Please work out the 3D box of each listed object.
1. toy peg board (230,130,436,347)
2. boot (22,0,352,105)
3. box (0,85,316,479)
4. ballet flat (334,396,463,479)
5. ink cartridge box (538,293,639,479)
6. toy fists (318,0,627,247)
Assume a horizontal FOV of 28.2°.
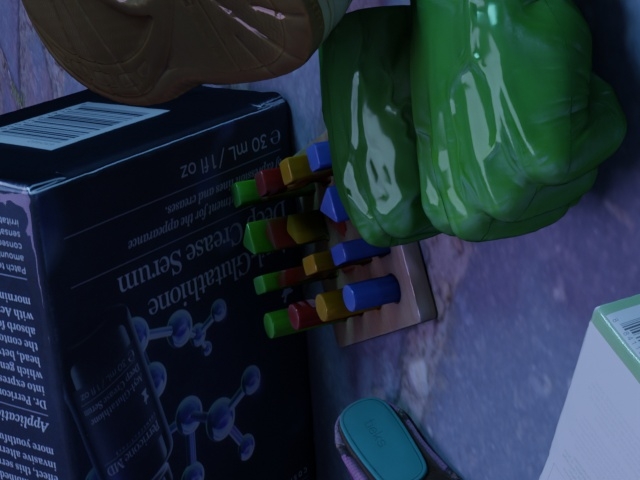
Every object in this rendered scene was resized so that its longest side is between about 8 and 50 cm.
[{"bbox_3d":[0.000,0.000,0.957,0.161,0.079,0.161,152,104,-67],"label":"toy peg board"},{"bbox_3d":[-0.042,-0.175,0.751,0.262,0.203,0.095,2,130,48],"label":"boot"},{"bbox_3d":[-0.179,0.092,1.070,0.212,0.293,0.395,10,114,34],"label":"box"},{"bbox_3d":[0.072,0.198,0.912,0.221,0.077,0.079,52,165,55],"label":"ballet flat"},{"bbox_3d":[0.177,0.165,0.653,0.235,0.056,0.171,95,152,-43],"label":"ink cartridge box"},{"bbox_3d":[0.076,-0.069,0.728,0.279,0.096,0.142,177,90,-69],"label":"toy fists"}]
